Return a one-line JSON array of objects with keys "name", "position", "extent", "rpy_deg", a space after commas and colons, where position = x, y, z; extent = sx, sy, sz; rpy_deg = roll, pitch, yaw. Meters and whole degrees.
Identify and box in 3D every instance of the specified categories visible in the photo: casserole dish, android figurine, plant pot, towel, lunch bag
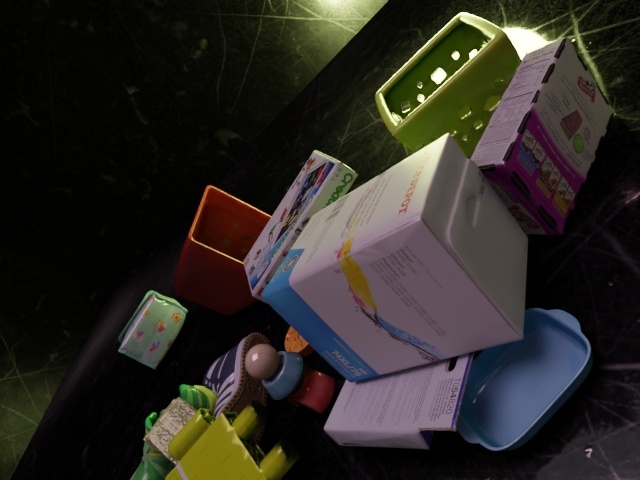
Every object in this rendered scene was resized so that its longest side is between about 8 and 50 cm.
[{"name": "casserole dish", "position": [0.236, 0.165, 0.539], "extent": [0.188, 0.037, 0.114], "rpy_deg": [-49, 25, 4]}, {"name": "android figurine", "position": [-0.163, 0.406, 0.751], "extent": [0.273, 0.056, 0.248], "rpy_deg": [-47, 59, 3]}, {"name": "plant pot", "position": [0.260, -0.243, 0.842], "extent": [0.227, 0.207, 0.228], "rpy_deg": [-41, 27, 22]}, {"name": "towel", "position": [-0.283, 0.398, 0.945], "extent": [0.148, 0.027, 0.110], "rpy_deg": [18, 57, 31]}, {"name": "plant pot", "position": [-0.271, 0.052, 1.299], "extent": [0.236, 0.267, 0.267], "rpy_deg": [-51, 22, 29]}, {"name": "lunch bag", "position": [-0.573, 0.296, 1.576], "extent": [0.223, 0.160, 0.262], "rpy_deg": [-62, 16, -14]}]

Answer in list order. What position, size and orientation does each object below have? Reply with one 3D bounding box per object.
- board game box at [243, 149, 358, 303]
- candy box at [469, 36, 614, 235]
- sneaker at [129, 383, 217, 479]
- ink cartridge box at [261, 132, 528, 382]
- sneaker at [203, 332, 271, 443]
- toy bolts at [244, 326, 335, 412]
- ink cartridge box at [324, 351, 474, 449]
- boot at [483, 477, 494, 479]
[{"name": "board game box", "position": [-0.054, -0.037, 0.952], "extent": [0.305, 0.053, 0.193], "rpy_deg": [-56, 22, 7]}, {"name": "candy box", "position": [0.322, -0.146, 0.664], "extent": [0.233, 0.159, 0.071], "rpy_deg": [-58, 26, -16]}, {"name": "sneaker", "position": [-0.359, 0.453, 1.042], "extent": [0.295, 0.123, 0.109], "rpy_deg": [-57, 26, -10]}, {"name": "ink cartridge box", "position": [0.104, 0.034, 0.625], "extent": [0.270, 0.197, 0.198], "rpy_deg": [-29, 20, 40]}, {"name": "sneaker", "position": [-0.187, 0.339, 0.941], "extent": [0.153, 0.099, 0.282], "rpy_deg": [-35, 31, 38]}, {"name": "toy bolts", "position": [-0.056, 0.183, 0.855], "extent": [0.218, 0.158, 0.228], "rpy_deg": [-19, 40, 49]}, {"name": "ink cartridge box", "position": [0.131, 0.178, 0.639], "extent": [0.224, 0.045, 0.223], "rpy_deg": [-25, 24, 47]}, {"name": "boot", "position": [0.176, 0.299, 0.454], "extent": [0.087, 0.042, 0.118], "rpy_deg": [-50, 25, -2]}]
